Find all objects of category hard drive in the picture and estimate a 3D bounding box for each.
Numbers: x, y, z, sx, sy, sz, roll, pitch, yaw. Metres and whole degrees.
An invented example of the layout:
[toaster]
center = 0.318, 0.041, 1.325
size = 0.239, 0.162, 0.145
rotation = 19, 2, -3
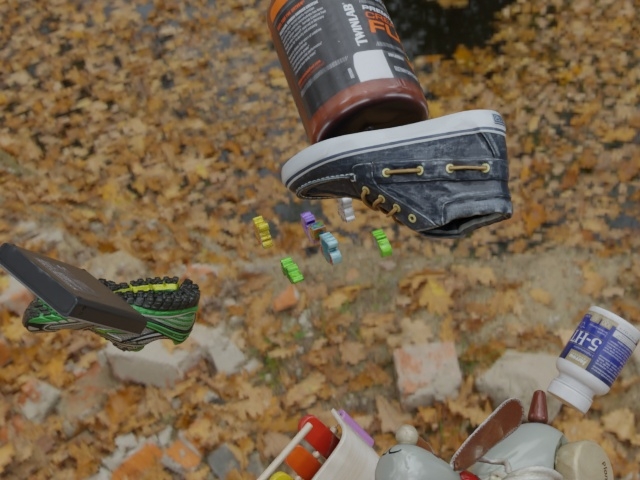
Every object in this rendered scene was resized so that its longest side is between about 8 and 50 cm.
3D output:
[hard drive]
center = -0.223, 0.046, 0.864
size = 0.094, 0.135, 0.022
rotation = 34, 89, 20

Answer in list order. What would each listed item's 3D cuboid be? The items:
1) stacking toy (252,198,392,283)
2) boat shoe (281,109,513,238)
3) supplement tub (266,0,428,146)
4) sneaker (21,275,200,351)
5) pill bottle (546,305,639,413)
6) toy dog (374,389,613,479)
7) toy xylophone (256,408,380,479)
[stacking toy]
center = 0.000, 0.000, 1.513
size = 0.167, 0.052, 0.221
rotation = -18, 30, -13
[boat shoe]
center = 0.055, -0.039, 0.725
size = 0.183, 0.065, 0.083
rotation = -12, 74, 24
[supplement tub]
center = 0.015, -0.167, 0.827
size = 0.106, 0.106, 0.198
rotation = -17, 63, -6
[sneaker]
center = -0.410, 0.161, 1.874
size = 0.344, 0.146, 0.134
rotation = 0, 22, -18
[pill bottle]
center = 0.515, 0.230, 1.807
size = 0.112, 0.112, 0.186
rotation = 30, 84, 32
[toy dog]
center = 0.214, 0.251, 1.167
size = 0.220, 0.334, 0.161
rotation = -17, 64, 27
[toy xylophone]
center = -0.033, 0.416, 1.558
size = 0.323, 0.236, 0.081
rotation = -44, 31, -18
